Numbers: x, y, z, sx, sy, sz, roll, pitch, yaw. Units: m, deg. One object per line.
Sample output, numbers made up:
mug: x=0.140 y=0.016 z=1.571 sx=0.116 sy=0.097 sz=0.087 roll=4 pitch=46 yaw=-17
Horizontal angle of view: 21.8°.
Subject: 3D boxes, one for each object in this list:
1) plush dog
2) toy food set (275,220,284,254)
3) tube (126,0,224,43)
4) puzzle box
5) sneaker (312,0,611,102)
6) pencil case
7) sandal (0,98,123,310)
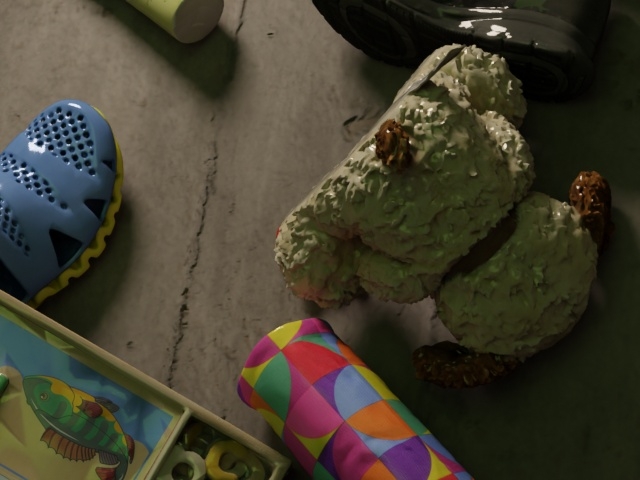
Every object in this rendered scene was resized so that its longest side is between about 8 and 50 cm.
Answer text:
plush dog: x=0.120 y=-0.009 z=1.315 sx=0.225 sy=0.210 sz=0.262 roll=42 pitch=85 yaw=-5
toy food set: x=0.000 y=0.000 z=1.433 sx=0.083 sy=0.020 sz=0.083 roll=-25 pitch=63 yaw=6
tube: x=-0.189 y=-0.272 z=1.592 sx=0.070 sy=0.062 sz=0.240 roll=-19 pitch=48 yaw=-37
puzzle box: x=-0.264 y=0.193 z=1.332 sx=0.409 sy=0.052 sz=0.272 roll=29 pitch=79 yaw=2
sneaker: x=0.118 y=-0.216 z=1.452 sx=0.286 sy=0.109 sz=0.130 roll=19 pitch=68 yaw=14
pencil case: x=0.033 y=0.164 z=1.312 sx=0.104 sy=0.104 sz=0.236 roll=-42 pitch=60 yaw=-3
sandal: x=-0.289 y=0.006 z=1.461 sx=0.126 sy=0.138 sz=0.317 roll=24 pitch=75 yaw=27
